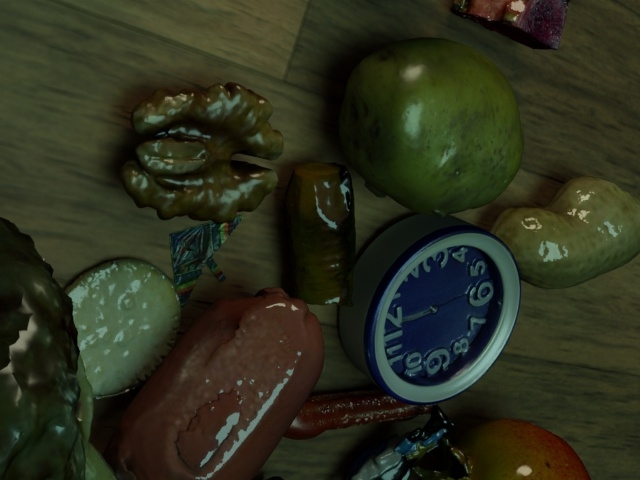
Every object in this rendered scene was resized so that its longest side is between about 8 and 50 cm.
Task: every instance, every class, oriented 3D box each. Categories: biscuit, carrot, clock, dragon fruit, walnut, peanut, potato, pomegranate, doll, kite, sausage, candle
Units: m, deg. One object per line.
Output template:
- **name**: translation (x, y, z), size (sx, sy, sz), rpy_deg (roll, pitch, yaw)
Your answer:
- **biscuit**: translation (-0.205, 0.089, 1.023), size (0.152, 0.020, 0.152), rpy_deg (-15, 115, -35)
- **carrot**: translation (0.000, 0.000, 1.114), size (0.082, 0.082, 0.173), rpy_deg (-17, 116, -33)
- **clock**: translation (0.135, 0.082, 1.243), size (0.230, 0.083, 0.230), rpy_deg (-14, 118, -27)
- **dragon fruit**: translation (0.233, -0.283, 1.184), size (0.147, 0.102, 0.096), rpy_deg (8, 109, -50)
- **walnut**: translation (-0.117, -0.089, 0.994), size (0.170, 0.069, 0.143), rpy_deg (4, 105, -38)
- **peanut**: translation (0.328, -0.009, 1.350), size (0.253, 0.122, 0.137), rpy_deg (-21, 102, -27)
- **potato**: translation (0.123, -0.123, 1.120), size (0.228, 0.148, 0.197), rpy_deg (-13, 101, -36)
- **pomegranate**: translation (0.242, 0.342, 1.350), size (0.256, 0.221, 0.221), rpy_deg (24, 91, -25)
- **doll**: translation (0.087, 0.285, 1.289), size (0.195, 0.070, 0.096), rpy_deg (-41, 148, 4)
- **kite**: translation (-0.125, 0.015, 1.069), size (0.122, 0.004, 0.090), rpy_deg (-53, 130, -10)
- **sausage**: translation (-0.107, 0.172, 1.044), size (0.280, 0.152, 0.152), rpy_deg (-53, 131, -13)
- **candle**: translation (0.023, 0.207, 1.231), size (0.329, 0.048, 0.051), rpy_deg (1, 97, -39)

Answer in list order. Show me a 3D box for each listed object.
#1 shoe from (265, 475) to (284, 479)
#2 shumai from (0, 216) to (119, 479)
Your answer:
- **shoe**: translation (-0.053, 0.305, 1.204), size (0.159, 0.062, 0.053), rpy_deg (26, 77, -41)
- **shumai**: translation (-0.277, 0.217, 0.791), size (0.395, 0.395, 0.348), rpy_deg (-50, 130, -13)
